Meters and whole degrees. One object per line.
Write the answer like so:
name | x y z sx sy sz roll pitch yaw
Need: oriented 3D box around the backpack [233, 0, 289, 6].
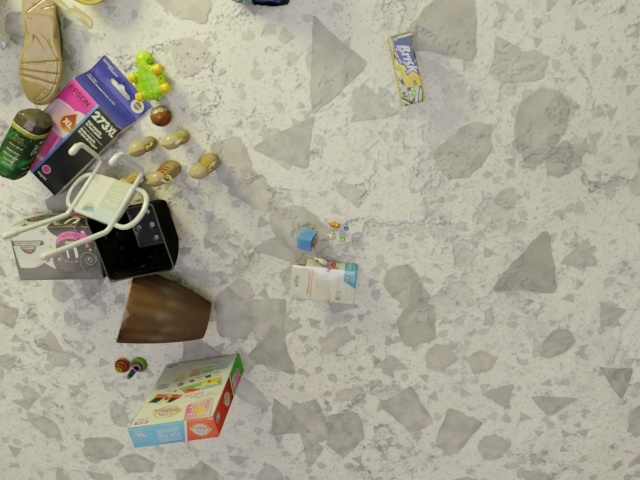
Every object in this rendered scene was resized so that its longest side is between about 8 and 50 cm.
backpack | -0.161 -0.630 1.351 0.173 0.117 0.158 5 110 6

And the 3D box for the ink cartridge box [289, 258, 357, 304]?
ink cartridge box | 0.009 0.113 1.635 0.181 0.061 0.104 7 110 2

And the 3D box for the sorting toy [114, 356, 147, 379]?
sorting toy | -0.592 0.399 1.802 0.102 0.042 0.061 -2 110 5

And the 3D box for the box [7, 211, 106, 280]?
box | -0.704 0.012 1.617 0.247 0.142 0.163 -1 110 5

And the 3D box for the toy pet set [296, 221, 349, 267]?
toy pet set | 0.000 0.000 1.576 0.114 0.065 0.122 18 89 19

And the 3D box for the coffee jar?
coffee jar | -0.761 -0.249 1.486 0.079 0.096 0.184 34 110 -10

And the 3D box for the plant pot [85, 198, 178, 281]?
plant pot | -0.485 -0.020 1.574 0.187 0.167 0.188 -11 110 8

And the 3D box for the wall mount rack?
wall mount rack | -0.588 -0.085 1.408 0.130 0.350 0.304 44 69 -48

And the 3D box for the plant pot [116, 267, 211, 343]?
plant pot | -0.435 0.203 1.649 0.230 0.215 0.215 14 111 -17

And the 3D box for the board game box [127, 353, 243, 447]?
board game box | -0.371 0.447 1.655 0.242 0.316 0.064 -10 109 9

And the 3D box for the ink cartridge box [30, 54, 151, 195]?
ink cartridge box | -0.640 -0.300 1.543 0.371 0.069 0.176 -39 102 14

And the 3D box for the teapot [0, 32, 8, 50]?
teapot | -0.872 -0.624 1.384 0.252 0.187 0.256 41 129 18

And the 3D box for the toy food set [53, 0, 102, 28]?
toy food set | -0.554 -0.641 1.403 0.128 0.071 0.218 29 105 -10

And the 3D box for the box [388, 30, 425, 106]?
box | 0.211 -0.420 1.426 0.059 0.054 0.169 -12 109 10

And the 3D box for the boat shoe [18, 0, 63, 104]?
boat shoe | -0.695 -0.487 1.461 0.103 0.092 0.285 2 108 -10

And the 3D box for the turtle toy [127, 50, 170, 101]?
turtle toy | -0.434 -0.416 1.477 0.095 0.066 0.130 -15 108 10

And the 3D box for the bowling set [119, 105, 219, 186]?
bowling set | -0.422 -0.234 1.496 0.287 0.154 0.200 -15 108 10
